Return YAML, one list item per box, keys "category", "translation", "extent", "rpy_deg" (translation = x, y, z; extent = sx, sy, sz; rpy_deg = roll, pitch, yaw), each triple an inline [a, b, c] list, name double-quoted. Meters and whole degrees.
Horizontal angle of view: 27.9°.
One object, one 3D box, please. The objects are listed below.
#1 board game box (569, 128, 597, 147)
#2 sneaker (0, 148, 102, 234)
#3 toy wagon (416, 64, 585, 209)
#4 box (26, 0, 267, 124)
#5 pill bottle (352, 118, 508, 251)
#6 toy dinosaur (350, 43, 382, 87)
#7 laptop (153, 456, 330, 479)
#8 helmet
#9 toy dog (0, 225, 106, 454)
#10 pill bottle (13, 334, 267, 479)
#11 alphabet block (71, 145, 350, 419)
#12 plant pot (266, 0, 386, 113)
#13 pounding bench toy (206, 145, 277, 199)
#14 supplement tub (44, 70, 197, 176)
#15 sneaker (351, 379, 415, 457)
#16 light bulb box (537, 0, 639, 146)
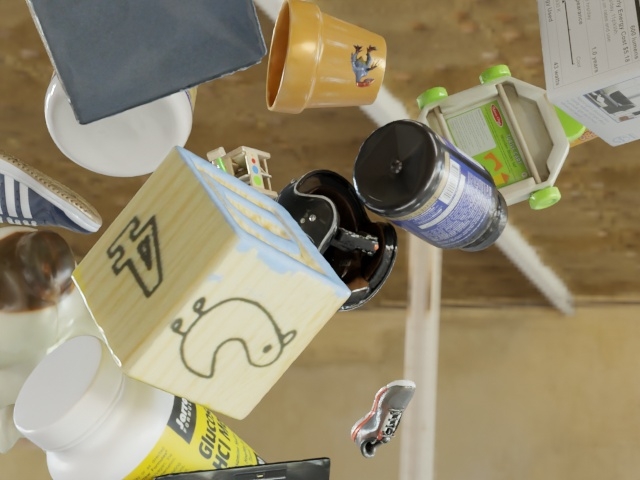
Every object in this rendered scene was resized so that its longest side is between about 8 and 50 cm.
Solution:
- category: "board game box"
  translation: [0.504, -0.237, 2.616]
  extent: [0.259, 0.124, 0.039]
  rpy_deg: [-19, -53, 35]
- category: "sneaker"
  translation: [-0.492, -0.047, 2.018]
  extent: [0.282, 0.153, 0.099]
  rpy_deg: [30, 3, 0]
- category: "toy wagon"
  translation: [0.332, -0.174, 2.269]
  extent: [0.344, 0.267, 0.068]
  rpy_deg: [-20, -17, 3]
- category: "box"
  translation: [-0.321, -0.501, 1.815]
  extent: [0.297, 0.472, 0.480]
  rpy_deg: [-22, -55, -9]
- category: "pill bottle"
  translation: [0.145, -0.059, 1.605]
  extent: [0.123, 0.122, 0.219]
  rpy_deg: [-6, -20, 33]
- category: "toy dinosaur"
  translation: [0.065, -0.255, 1.922]
  extent: [0.047, 0.082, 0.090]
  rpy_deg: [10, -24, 0]
- category: "laptop"
  translation: [-0.067, 0.403, 1.476]
  extent: [0.234, 0.264, 0.136]
  rpy_deg: [0, 9, -31]
- category: "helmet"
  translation: [0.000, 0.000, 1.635]
  extent: [0.169, 0.169, 0.161]
  rpy_deg: [15, 12, -38]
- category: "toy dog"
  translation: [-0.351, 0.161, 1.798]
  extent: [0.285, 0.395, 0.408]
  rpy_deg: [3, -42, 52]
- category: "pill bottle"
  translation: [-0.212, 0.269, 1.591]
  extent: [0.188, 0.188, 0.334]
  rpy_deg: [-9, -45, 41]
- category: "alphabet block"
  translation: [-0.124, 0.048, 1.424]
  extent: [0.192, 0.197, 0.193]
  rpy_deg: [29, 15, -41]
- category: "plant pot"
  translation: [0.013, -0.324, 2.345]
  extent: [0.188, 0.205, 0.205]
  rpy_deg: [8, -14, -12]
- category: "pounding bench toy"
  translation: [-0.101, -0.074, 1.560]
  extent: [0.052, 0.065, 0.083]
  rpy_deg: [-24, -21, 33]
- category: "supplement tub"
  translation: [-0.324, -0.293, 2.190]
  extent: [0.241, 0.331, 0.241]
  rpy_deg: [1, -48, 1]
- category: "sneaker"
  translation: [0.109, 0.288, 2.050]
  extent: [0.061, 0.065, 0.158]
  rpy_deg: [12, -53, -30]
- category: "light bulb box"
  translation: [0.515, -0.372, 1.844]
  extent: [0.361, 0.357, 0.225]
  rpy_deg: [-16, -24, 34]
